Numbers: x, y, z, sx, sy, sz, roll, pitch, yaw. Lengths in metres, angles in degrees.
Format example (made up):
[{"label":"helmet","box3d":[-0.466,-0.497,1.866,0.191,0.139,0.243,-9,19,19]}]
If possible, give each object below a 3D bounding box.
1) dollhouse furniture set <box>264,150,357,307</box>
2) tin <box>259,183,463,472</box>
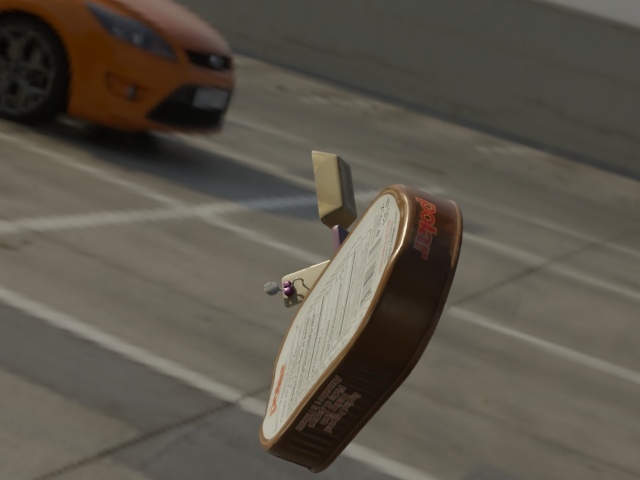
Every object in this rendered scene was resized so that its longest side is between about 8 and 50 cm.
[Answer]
[{"label":"dollhouse furniture set","box3d":[0.000,0.000,1.088,0.081,0.114,0.091,-22,-33,25]},{"label":"tin","box3d":[0.017,0.046,0.729,0.040,0.189,0.106,25,48,-9]}]
